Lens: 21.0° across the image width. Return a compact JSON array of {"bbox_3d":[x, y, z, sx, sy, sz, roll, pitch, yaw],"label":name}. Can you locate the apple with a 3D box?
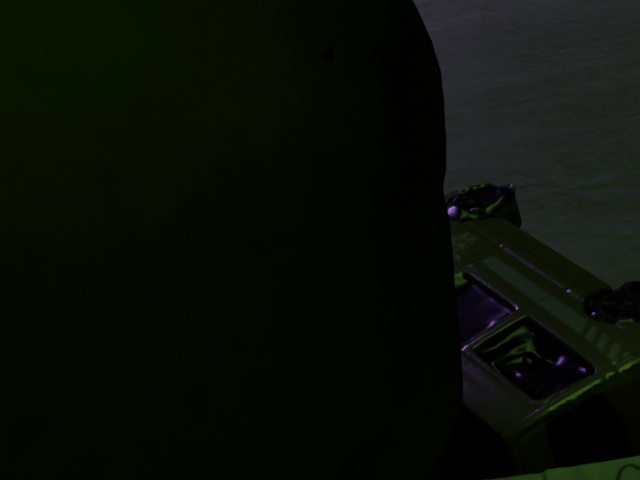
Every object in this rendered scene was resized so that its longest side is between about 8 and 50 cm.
[{"bbox_3d":[-0.158,0.016,0.679,0.473,0.474,0.473,-11,22,4],"label":"apple"}]

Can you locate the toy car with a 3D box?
[{"bbox_3d":[0.092,0.061,0.870,0.124,0.101,0.256,-22,25,-14],"label":"toy car"}]

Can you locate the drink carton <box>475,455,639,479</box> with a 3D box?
[{"bbox_3d":[0.107,0.175,0.536,0.101,0.134,0.222,-10,21,7],"label":"drink carton"}]
